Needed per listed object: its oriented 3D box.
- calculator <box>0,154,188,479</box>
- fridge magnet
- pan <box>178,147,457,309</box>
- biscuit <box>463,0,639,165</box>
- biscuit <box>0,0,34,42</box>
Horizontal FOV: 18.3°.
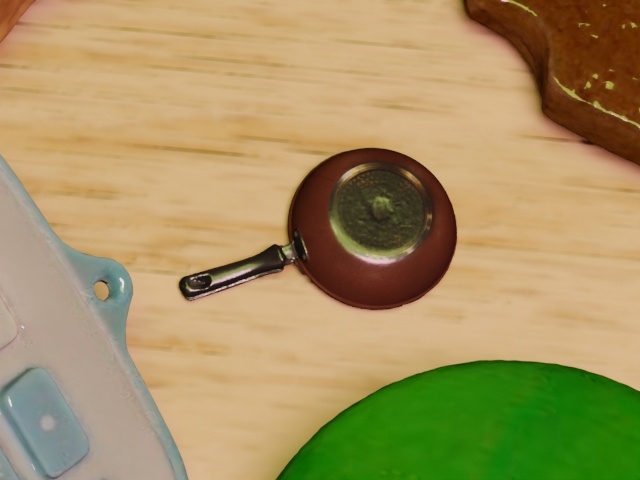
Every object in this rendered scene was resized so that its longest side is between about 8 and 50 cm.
[{"bbox_3d":[-0.206,0.108,0.643,0.386,0.054,0.256,-35,100,-31],"label":"calculator"},{"bbox_3d":[0.069,0.144,0.702,0.208,0.088,0.208,2,70,-4],"label":"fridge magnet"},{"bbox_3d":[0.000,0.000,0.780,0.115,0.023,0.068,-19,74,-11],"label":"pan"},{"bbox_3d":[0.137,-0.134,0.831,0.182,0.034,0.215,-36,75,-15],"label":"biscuit"},{"bbox_3d":[-0.204,-0.246,0.825,0.349,0.078,0.455,35,73,11],"label":"biscuit"}]
